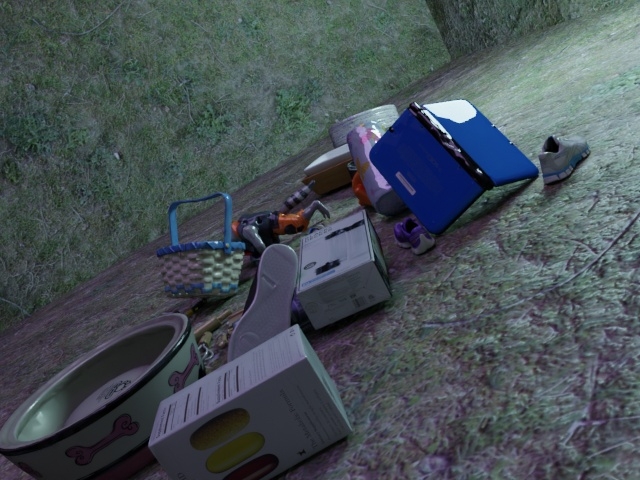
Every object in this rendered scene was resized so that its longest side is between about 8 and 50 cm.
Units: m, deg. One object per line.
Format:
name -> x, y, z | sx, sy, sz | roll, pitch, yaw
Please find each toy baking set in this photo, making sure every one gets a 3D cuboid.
toy baking set -> -0.261, 0.230, 1.496 | 0.256, 0.030, 0.197 | -35, 16, -21

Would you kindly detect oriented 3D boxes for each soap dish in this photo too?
soap dish -> 0.100, -0.283, 2.349 | 0.291, 0.118, 0.229 | -20, 14, 31

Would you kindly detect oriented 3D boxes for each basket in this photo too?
basket -> -0.343, 0.019, 1.807 | 0.255, 0.288, 0.201 | -5, -2, 42

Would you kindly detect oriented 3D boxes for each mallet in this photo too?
mallet -> -0.354, 0.207, 1.751 | 0.039, 0.062, 0.190 | -22, 2, 20

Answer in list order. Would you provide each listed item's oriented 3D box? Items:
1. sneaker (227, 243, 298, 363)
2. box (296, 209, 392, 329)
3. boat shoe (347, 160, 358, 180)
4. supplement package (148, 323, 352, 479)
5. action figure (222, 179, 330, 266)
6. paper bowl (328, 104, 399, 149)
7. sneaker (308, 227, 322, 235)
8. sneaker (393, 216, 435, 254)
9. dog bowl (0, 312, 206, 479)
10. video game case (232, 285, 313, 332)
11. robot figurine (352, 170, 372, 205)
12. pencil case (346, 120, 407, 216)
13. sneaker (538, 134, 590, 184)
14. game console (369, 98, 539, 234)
sneaker -> -0.110, 0.166, 1.249 | 0.147, 0.105, 0.295 | 107, 177, -62
box -> 0.044, 0.050, 1.319 | 0.169, 0.087, 0.290 | -24, 19, 11
boat shoe -> 0.202, -0.251, 2.096 | 0.113, 0.104, 0.306 | -37, 17, -28
supplement package -> -0.100, 0.254, 0.915 | 0.244, 0.139, 0.134 | -30, 14, 0
action figure -> -0.148, -0.058, 1.983 | 0.331, 0.178, 0.341 | -20, 17, -3
paper bowl -> 0.185, -0.421, 2.526 | 0.285, 0.148, 0.284 | -18, 0, 0
sneaker -> 0.000, 0.000, 1.726 | 0.053, 0.059, 0.144 | -29, 16, -10
sneaker -> 0.203, -0.024, 1.412 | 0.068, 0.071, 0.170 | -31, 14, -6
dog bowl -> -0.395, 0.316, 1.231 | 0.408, 0.150, 0.408 | -27, 14, 7
video game case -> -0.058, 0.153, 1.367 | 0.274, 0.026, 0.196 | -29, 19, -4
robot figurine -> 0.171, -0.183, 1.887 | 0.128, 0.157, 0.219 | 1, 26, 20
pencil case -> 0.164, -0.199, 1.725 | 0.124, 0.273, 0.113 | -9, -35, -19
sneaker -> 0.526, -0.200, 1.383 | 0.071, 0.082, 0.191 | -16, 18, 45
game console -> 0.304, -0.179, 1.485 | 0.250, 0.293, 0.173 | -48, -34, 20
